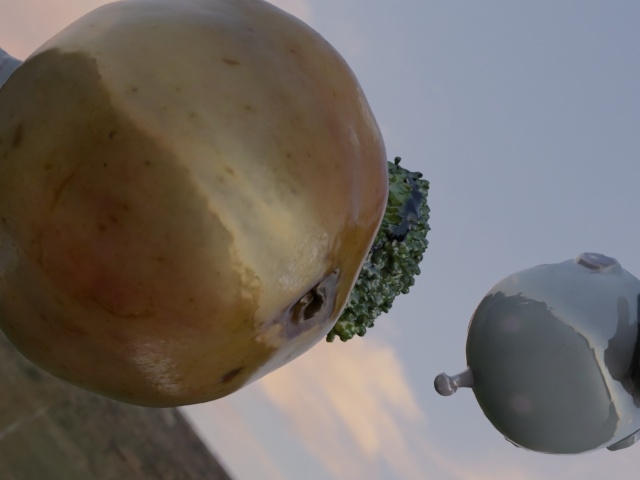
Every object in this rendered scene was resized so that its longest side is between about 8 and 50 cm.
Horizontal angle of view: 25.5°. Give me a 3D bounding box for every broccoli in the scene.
[{"bbox_3d":[0.012,0.013,1.669,0.273,0.242,0.180,16,-41,40],"label":"broccoli"}]

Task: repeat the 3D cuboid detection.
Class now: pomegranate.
[{"bbox_3d":[-0.148,-0.040,1.329,0.411,0.411,0.411,45,-20,22],"label":"pomegranate"}]

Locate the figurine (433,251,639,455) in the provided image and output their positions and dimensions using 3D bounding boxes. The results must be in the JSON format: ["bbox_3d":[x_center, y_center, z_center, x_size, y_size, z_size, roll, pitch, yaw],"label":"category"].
[{"bbox_3d":[0.332,0.126,1.649,0.361,0.211,0.253,-5,-97,37],"label":"figurine"}]

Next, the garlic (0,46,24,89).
[{"bbox_3d":[-0.475,-0.121,1.767,0.318,0.259,0.317,9,-58,15],"label":"garlic"}]
